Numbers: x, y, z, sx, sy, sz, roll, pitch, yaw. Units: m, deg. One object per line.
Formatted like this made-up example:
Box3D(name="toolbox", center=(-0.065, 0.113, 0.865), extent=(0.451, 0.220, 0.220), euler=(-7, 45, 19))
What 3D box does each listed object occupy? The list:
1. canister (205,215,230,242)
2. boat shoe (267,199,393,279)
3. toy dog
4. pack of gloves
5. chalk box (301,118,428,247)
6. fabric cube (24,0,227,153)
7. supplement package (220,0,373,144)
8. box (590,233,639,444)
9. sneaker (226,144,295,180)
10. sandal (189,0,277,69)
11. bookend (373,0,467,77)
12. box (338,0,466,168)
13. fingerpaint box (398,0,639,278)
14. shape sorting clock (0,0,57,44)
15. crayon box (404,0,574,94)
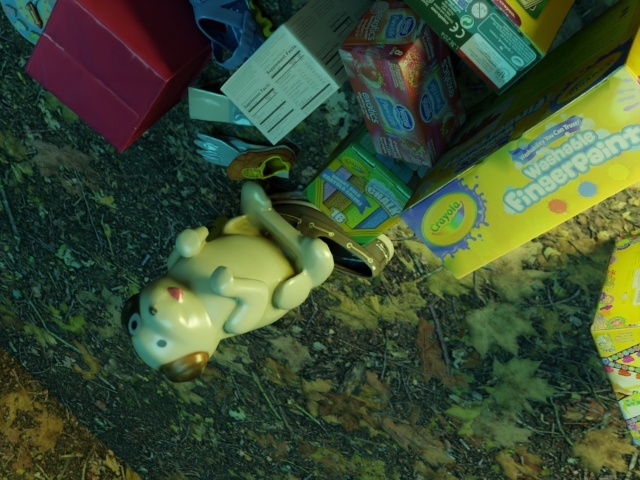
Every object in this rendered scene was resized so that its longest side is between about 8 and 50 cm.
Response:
Box3D(name="canister", center=(-0.268, 0.034, 2.052), extent=(0.073, 0.170, 0.126), euler=(22, 132, 14))
Box3D(name="boat shoe", center=(0.000, 0.000, 1.921), extent=(0.325, 0.096, 0.116), euler=(20, 133, 15))
Box3D(name="toy dog", center=(-0.240, 0.116, 1.848), extent=(0.284, 0.408, 0.395), euler=(48, 147, 13))
Box3D(name="pack of gloves", center=(-0.173, -0.247, 1.877), extent=(0.232, 0.046, 0.195), euler=(12, 131, 9))
Box3D(name="chalk box", center=(0.126, -0.148, 1.637), extent=(0.179, 0.180, 0.289), euler=(41, 146, -5))
Box3D(name="fabric cube", center=(-0.395, -0.391, 1.737), extent=(0.258, 0.254, 0.259), euler=(41, 134, -7))
Box3D(name="supplement package", center=(-0.022, -0.336, 1.553), extent=(0.145, 0.262, 0.204), euler=(47, 134, -9))
Box3D(name="box", center=(0.643, 0.173, 1.550), extent=(0.177, 0.290, 0.279), euler=(-10, 120, 34))
Box3D(name="sneaker", center=(-0.139, -0.164, 1.861), extent=(0.175, 0.067, 0.064), euler=(-15, 125, 30))
Box3D(name="sandal", center=(-0.200, -0.460, 1.650), extent=(0.126, 0.138, 0.317), euler=(-24, 109, 42))
Box3D(name="bookend", center=(0.177, -0.374, 1.445), extent=(0.156, 0.157, 0.072), euler=(12, 137, -19))
Box3D(name="box", center=(0.142, -0.256, 1.401), extent=(0.123, 0.128, 0.256), euler=(22, 155, 32))
Box3D(name="fingerpaint box", center=(0.384, -0.178, 1.369), extent=(0.163, 0.371, 0.445), euler=(46, 133, -9))
Box3D(name="shape sorting clock", center=(-0.654, -0.536, 1.918), extent=(0.206, 0.040, 0.206), euler=(15, 131, 19))
Box3D(name="crayon box", center=(0.218, -0.438, 1.298), extent=(0.363, 0.313, 0.106), euler=(44, 131, -6))
